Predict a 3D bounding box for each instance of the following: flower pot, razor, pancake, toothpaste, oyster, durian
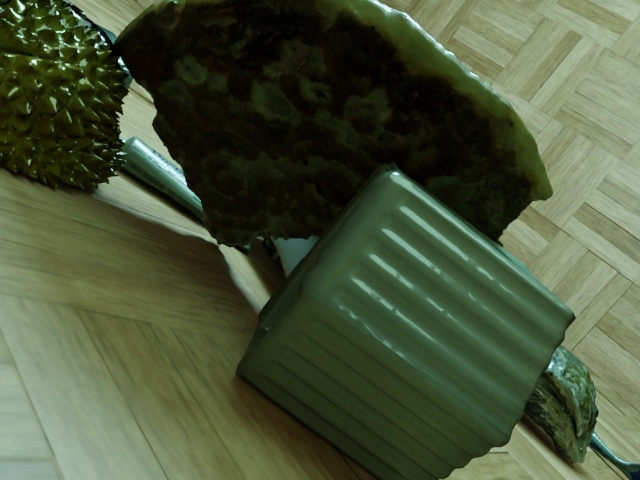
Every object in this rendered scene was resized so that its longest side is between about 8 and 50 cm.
[{"bbox_3d":[0.066,0.068,0.577,0.189,0.209,0.239,38,10,-2],"label":"flower pot"},{"bbox_3d":[0.504,0.350,1.257,0.056,0.093,0.324,-13,37,-29],"label":"razor"},{"bbox_3d":[0.010,-0.103,0.658,0.426,0.305,0.067,8,39,19],"label":"pancake"},{"bbox_3d":[-0.168,-0.061,0.813,0.218,0.041,0.064,36,22,-22],"label":"toothpaste"},{"bbox_3d":[0.323,0.202,1.099,0.162,0.158,0.351,-19,53,-24],"label":"oyster"},{"bbox_3d":[-0.256,-0.154,0.645,0.193,0.138,0.237,40,10,6],"label":"durian"}]

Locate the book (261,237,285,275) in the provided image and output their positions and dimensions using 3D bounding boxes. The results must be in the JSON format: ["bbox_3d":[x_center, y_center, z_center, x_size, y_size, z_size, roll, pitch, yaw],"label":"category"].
[{"bbox_3d":[0.028,0.083,0.877,0.161,0.026,0.231,28,15,-42],"label":"book"}]

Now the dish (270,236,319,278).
[{"bbox_3d":[0.000,0.000,0.858,0.151,0.077,0.212,28,15,-36],"label":"dish"}]

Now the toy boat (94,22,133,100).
[{"bbox_3d":[-0.391,-0.270,0.827,0.319,0.092,0.141,19,21,-39],"label":"toy boat"}]
